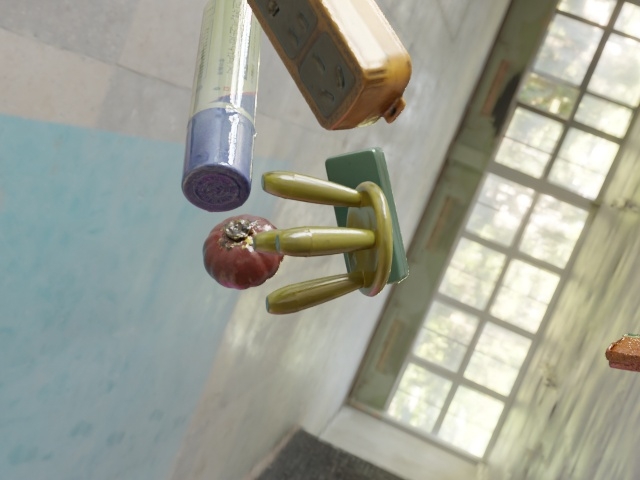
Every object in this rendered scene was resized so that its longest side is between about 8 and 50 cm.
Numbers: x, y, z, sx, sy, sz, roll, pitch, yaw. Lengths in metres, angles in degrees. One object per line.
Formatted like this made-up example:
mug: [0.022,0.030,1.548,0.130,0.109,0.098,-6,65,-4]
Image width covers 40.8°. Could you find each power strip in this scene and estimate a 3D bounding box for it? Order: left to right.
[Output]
power strip: [-0.017,-0.128,0.402,0.028,0.178,0.049,-19,162,-34]

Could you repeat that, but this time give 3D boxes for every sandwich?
sandwich: [0.288,0.102,0.754,0.069,0.101,0.026,-8,96,-32]

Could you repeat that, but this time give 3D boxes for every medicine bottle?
medicine bottle: [-0.083,-0.128,0.751,0.059,0.059,0.230,100,-8,-50]

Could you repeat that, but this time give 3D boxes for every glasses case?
glasses case: [0.063,-0.030,1.165,0.039,0.078,0.184,-23,102,-65]

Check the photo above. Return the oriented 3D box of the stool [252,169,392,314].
stool: [0.000,0.000,0.812,0.134,0.111,0.135,180,-93,-74]

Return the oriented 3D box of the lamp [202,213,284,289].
lamp: [-0.094,0.014,1.042,0.101,0.101,0.090,-58,150,-34]
